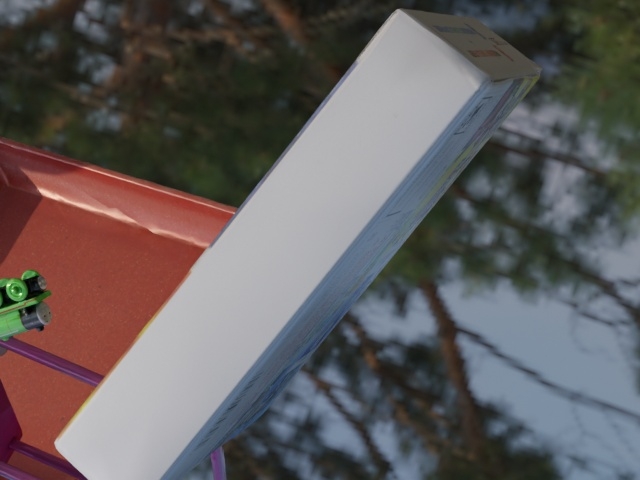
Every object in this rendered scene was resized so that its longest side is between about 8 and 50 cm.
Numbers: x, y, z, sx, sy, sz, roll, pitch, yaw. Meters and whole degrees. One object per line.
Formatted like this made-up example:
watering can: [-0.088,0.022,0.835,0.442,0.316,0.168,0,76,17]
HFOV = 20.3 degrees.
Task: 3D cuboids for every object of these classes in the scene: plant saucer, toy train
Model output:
plant saucer: [-0.203,0.066,1.261,0.258,0.259,0.048,17,158,30]
toy train: [-0.139,0.033,0.696,0.083,0.024,0.017,-17,-172,23]

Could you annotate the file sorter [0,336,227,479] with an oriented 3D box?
file sorter: [-0.191,0.219,0.996,0.182,0.291,0.202,22,154,12]

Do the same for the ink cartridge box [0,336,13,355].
ink cartridge box: [-0.327,0.030,1.059,0.223,0.045,0.224,22,-165,16]

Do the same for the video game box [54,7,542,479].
video game box: [0.000,0.000,0.704,0.048,0.205,0.187,41,-168,8]
